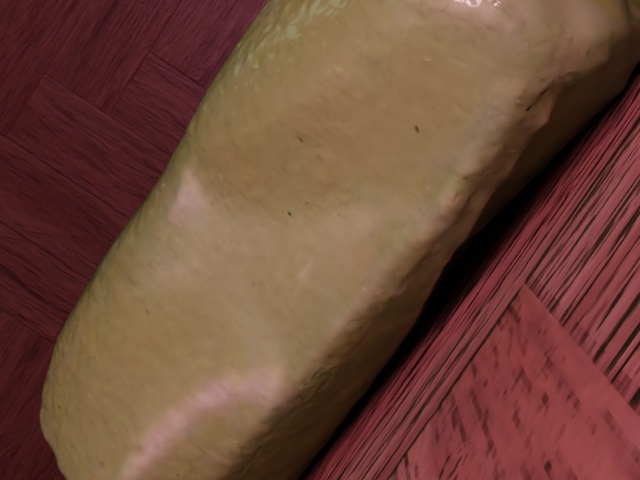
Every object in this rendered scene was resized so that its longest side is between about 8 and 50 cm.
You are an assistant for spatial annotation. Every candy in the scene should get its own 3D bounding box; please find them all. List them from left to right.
[{"bbox_3d":[0.000,0.000,0.526,0.142,0.132,0.343,1,-41,-40],"label":"candy"}]
